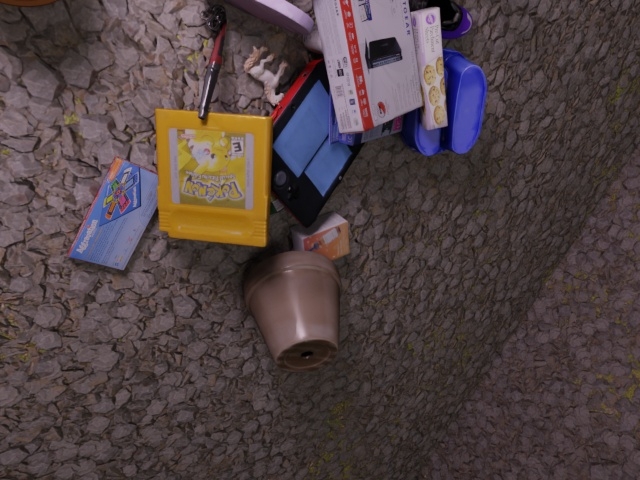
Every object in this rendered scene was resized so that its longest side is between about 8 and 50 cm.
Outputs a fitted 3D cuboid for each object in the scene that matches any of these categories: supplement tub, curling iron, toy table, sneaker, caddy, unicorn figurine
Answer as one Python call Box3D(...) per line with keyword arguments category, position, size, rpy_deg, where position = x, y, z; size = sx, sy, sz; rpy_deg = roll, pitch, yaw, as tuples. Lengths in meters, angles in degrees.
Box3D(category="supplement tub", position=(0.007, -0.524, 1.208), size=(0.071, 0.107, 0.071), rpy_deg=(-17, 125, -26))
Box3D(category="curling iron", position=(-0.260, -0.415, 1.074), size=(0.068, 0.035, 0.273), rpy_deg=(9, 87, -42))
Box3D(category="toy table", position=(-0.118, -0.586, 1.011), size=(0.274, 0.252, 0.160), rpy_deg=(22, 102, -14))
Box3D(category="sneaker", position=(0.365, -0.652, 1.352), size=(0.294, 0.146, 0.102), rpy_deg=(-1, 116, -33))
Box3D(category="caddy", position=(0.382, -0.431, 1.481), size=(0.242, 0.179, 0.341), rpy_deg=(-4, 118, -7))
Box3D(category="unicorn figurine", position=(-0.133, -0.428, 1.210), size=(0.162, 0.060, 0.111), rpy_deg=(29, 107, -28))

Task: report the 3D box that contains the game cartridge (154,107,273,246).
Box3D(category="game cartridge", position=(-0.264, -0.152, 1.142), size=(0.286, 0.052, 0.323), rpy_deg=(5, 106, 5))

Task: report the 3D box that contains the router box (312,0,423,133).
Box3D(category="router box", position=(0.136, -0.481, 1.200), size=(0.301, 0.082, 0.335), rpy_deg=(-33, 118, -41))

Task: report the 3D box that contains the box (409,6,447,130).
Box3D(category="box", position=(0.308, -0.477, 1.304), size=(0.067, 0.063, 0.323), rpy_deg=(-14, 119, -2))

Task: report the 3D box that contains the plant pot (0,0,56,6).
Box3D(category="plant pot", position=(-0.526, -0.545, 0.766), size=(0.291, 0.203, 0.290), rpy_deg=(-16, 123, -26))

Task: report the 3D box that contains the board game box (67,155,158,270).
Box3D(category="board game box", position=(-0.512, -0.062, 1.178), size=(0.145, 0.027, 0.281), rpy_deg=(23, 102, -43))

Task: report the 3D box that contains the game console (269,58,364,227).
Box3D(category="game console", position=(-0.015, -0.270, 1.305), size=(0.386, 0.060, 0.342), rpy_deg=(-57, 137, -12))

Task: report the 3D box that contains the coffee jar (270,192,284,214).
Box3D(category="coffee jar", position=(-0.165, -0.168, 1.309), size=(0.079, 0.096, 0.184), rpy_deg=(-34, 130, -17))

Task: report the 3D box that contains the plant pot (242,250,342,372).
Box3D(category="plant pot", position=(-0.066, 0.241, 1.430), size=(0.323, 0.280, 0.323), rpy_deg=(-9, 138, -8))

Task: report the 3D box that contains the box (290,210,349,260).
Box3D(category="box", position=(0.000, 0.000, 1.525), size=(0.171, 0.091, 0.130), rpy_deg=(-23, 127, -23))

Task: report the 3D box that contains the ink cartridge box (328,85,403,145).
Box3D(category="ink cartridge box", position=(0.144, -0.390, 1.357), size=(0.311, 0.065, 0.185), rpy_deg=(-24, 127, -41))
